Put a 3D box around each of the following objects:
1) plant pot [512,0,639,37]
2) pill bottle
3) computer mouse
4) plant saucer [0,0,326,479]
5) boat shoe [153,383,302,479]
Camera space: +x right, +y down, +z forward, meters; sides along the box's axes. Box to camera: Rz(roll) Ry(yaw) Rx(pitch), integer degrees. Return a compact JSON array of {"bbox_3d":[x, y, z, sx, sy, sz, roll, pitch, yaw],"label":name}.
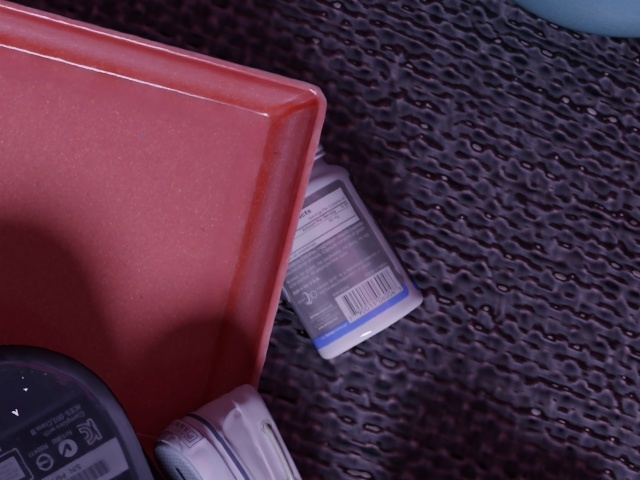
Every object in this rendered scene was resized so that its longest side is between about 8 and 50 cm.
[{"bbox_3d":[0.200,-0.261,1.096,0.290,0.195,0.290,6,74,-21],"label":"plant pot"},{"bbox_3d":[0.000,0.000,1.008,0.078,0.078,0.137,-30,88,-26],"label":"pill bottle"},{"bbox_3d":[-0.138,0.182,0.884,0.188,0.072,0.272,-25,100,-6],"label":"computer mouse"},{"bbox_3d":[-0.149,0.003,0.927,0.259,0.047,0.259,13,92,-18],"label":"plant saucer"},{"bbox_3d":[-0.012,0.190,0.928,0.075,0.083,0.226,-35,109,-26],"label":"boat shoe"}]
